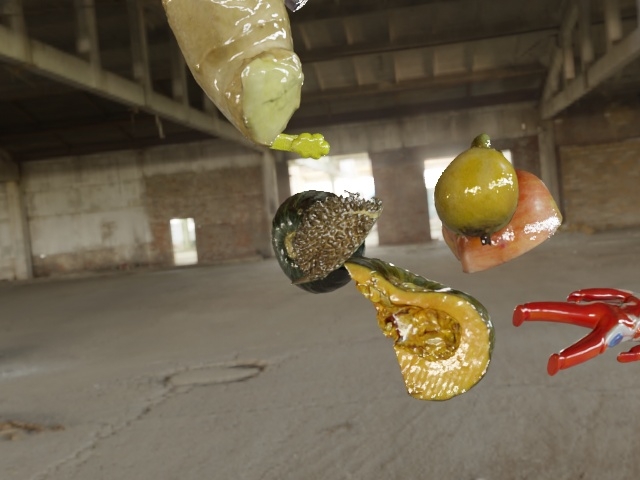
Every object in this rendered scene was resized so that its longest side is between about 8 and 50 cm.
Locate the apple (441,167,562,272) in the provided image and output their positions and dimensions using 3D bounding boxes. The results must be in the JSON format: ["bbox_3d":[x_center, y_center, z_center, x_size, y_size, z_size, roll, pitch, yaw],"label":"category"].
[{"bbox_3d":[0.377,-0.064,1.686,0.251,0.163,0.293,-31,9,-1],"label":"apple"}]

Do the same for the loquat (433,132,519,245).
[{"bbox_3d":[0.286,-0.095,1.373,0.150,0.204,0.172,9,-9,23],"label":"loquat"}]

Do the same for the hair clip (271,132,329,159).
[{"bbox_3d":[-0.061,-0.261,2.028,0.173,0.072,0.046,13,18,12],"label":"hair clip"}]

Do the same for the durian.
[{"bbox_3d":[0.006,-0.006,1.062,0.188,0.091,0.148,-51,3,26],"label":"durian"}]

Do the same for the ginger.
[{"bbox_3d":[-0.097,-0.241,0.902,0.138,0.267,0.152,-27,2,-14],"label":"ginger"}]

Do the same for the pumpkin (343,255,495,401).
[{"bbox_3d":[0.144,0.151,1.254,0.281,0.189,0.139,20,7,6],"label":"pumpkin"}]

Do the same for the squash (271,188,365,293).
[{"bbox_3d":[-0.005,0.001,1.396,0.193,0.193,0.156,-5,14,26],"label":"squash"}]

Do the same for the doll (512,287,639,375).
[{"bbox_3d":[0.561,0.150,1.407,0.384,0.099,0.188,-9,41,-13],"label":"doll"}]

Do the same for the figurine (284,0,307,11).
[{"bbox_3d":[-0.122,-0.423,1.031,0.274,0.133,0.194,42,3,-29],"label":"figurine"}]
